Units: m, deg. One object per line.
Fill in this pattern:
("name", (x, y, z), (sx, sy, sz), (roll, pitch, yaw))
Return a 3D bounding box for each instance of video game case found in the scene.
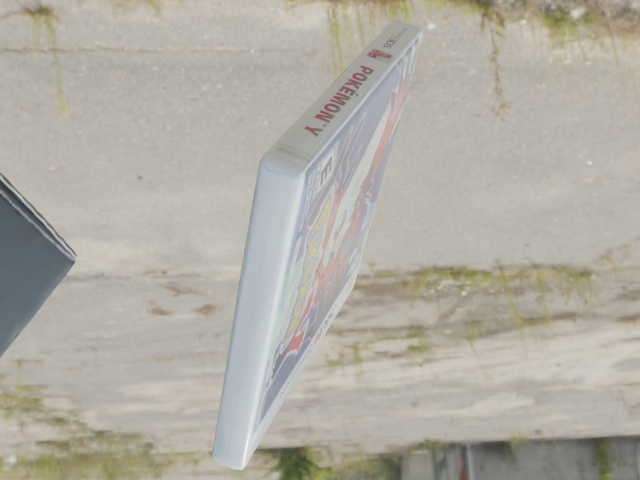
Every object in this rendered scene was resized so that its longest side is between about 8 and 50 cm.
("video game case", (0.000, 0.000, 0.467), (0.023, 0.183, 0.201), (21, 128, 11))

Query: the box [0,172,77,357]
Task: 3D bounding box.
("box", (-0.534, 0.038, 0.581), (0.472, 0.479, 0.297), (30, 164, 17))
